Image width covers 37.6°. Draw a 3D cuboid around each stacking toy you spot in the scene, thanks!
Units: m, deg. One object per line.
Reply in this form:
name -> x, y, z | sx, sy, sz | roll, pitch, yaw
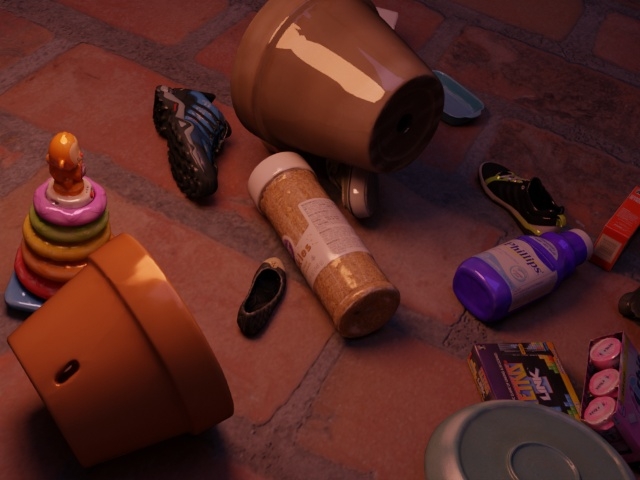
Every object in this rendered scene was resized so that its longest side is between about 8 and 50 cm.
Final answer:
stacking toy -> -0.376, -0.038, 1.403 | 0.166, 0.301, 0.175 | 9, 41, -6

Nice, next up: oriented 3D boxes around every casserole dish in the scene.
casserole dish -> 0.273, -0.312, 2.073 | 0.114, 0.037, 0.188 | -24, 55, -35

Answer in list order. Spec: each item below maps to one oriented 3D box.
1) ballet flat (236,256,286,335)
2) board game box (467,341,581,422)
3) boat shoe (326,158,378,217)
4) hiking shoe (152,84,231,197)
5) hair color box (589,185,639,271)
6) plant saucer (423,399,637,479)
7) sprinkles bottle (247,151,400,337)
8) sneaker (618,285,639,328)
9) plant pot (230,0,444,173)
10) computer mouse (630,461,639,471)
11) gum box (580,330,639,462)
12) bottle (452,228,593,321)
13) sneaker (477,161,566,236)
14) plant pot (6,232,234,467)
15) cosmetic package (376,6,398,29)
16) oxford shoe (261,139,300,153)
ballet flat -> -0.091, 0.085, 1.535 | 0.058, 0.049, 0.173 | 17, 42, 2
board game box -> 0.325, 0.238, 1.484 | 0.141, 0.048, 0.170 | 1, 43, -16
boat shoe -> 0.059, -0.142, 1.801 | 0.094, 0.109, 0.302 | -7, 36, 9
hiking shoe -> -0.223, -0.198, 1.758 | 0.132, 0.113, 0.304 | -6, 46, -20
hair color box -> 0.580, -0.023, 1.802 | 0.053, 0.093, 0.167 | 32, 45, 18
plant saucer -> 0.300, 0.325, 1.285 | 0.318, 0.043, 0.317 | 10, 34, -7
sprinkles bottle -> 0.000, 0.000, 1.598 | 0.121, 0.121, 0.355 | -13, 48, -27
sneaker -> 0.598, 0.105, 1.675 | 0.170, 0.051, 0.089 | -30, 23, -31
plant pot -> 0.054, -0.262, 1.650 | 0.323, 0.323, 0.280 | -26, 49, -36
computer mouse -> 0.601, 0.288, 1.496 | 0.184, 0.060, 0.262 | 23, 43, 11
gum box -> 0.461, 0.247, 1.460 | 0.107, 0.062, 0.188 | 52, 37, -21
bottle -> 0.367, 0.050, 1.665 | 0.283, 0.092, 0.118 | -20, 51, -32
sneaker -> 0.400, -0.096, 1.827 | 0.084, 0.097, 0.234 | -16, 50, -29
plant pot -> -0.278, 0.162, 1.253 | 0.203, 0.291, 0.291 | -30, 56, -19
cosmetic package -> 0.050, -0.480, 2.135 | 0.231, 0.117, 0.085 | 15, 43, -1
oxford shoe -> -0.051, -0.311, 1.946 | 0.147, 0.140, 0.397 | -7, 39, 33
